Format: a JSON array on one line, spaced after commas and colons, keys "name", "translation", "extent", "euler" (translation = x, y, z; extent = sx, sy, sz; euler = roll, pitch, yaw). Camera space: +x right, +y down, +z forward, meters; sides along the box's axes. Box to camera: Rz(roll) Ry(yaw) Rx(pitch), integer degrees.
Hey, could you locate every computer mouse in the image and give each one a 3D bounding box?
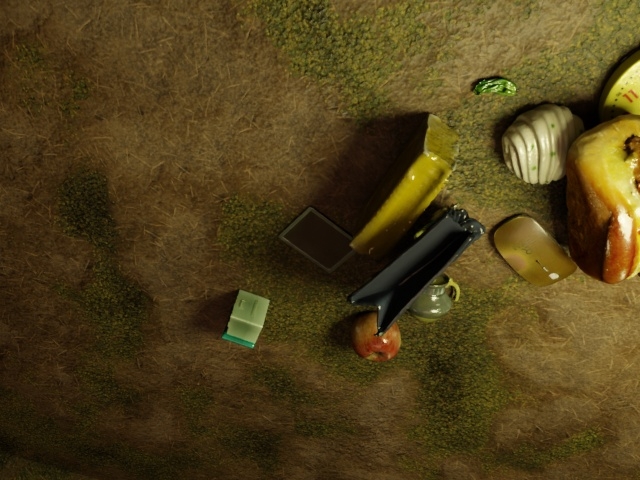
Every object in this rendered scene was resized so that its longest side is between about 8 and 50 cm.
[{"name": "computer mouse", "translation": [0.539, 0.034, 1.500], "extent": [0.126, 0.056, 0.245], "euler": [-34, 118, 31]}]

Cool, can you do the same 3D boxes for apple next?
[{"name": "apple", "translation": [0.156, 0.273, 1.708], "extent": [0.146, 0.131, 0.146], "euler": [2, 143, 2]}]

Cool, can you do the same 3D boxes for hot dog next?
[{"name": "hot dog", "translation": [0.636, -0.051, 1.246], "extent": [0.185, 0.223, 0.405], "euler": [-22, 137, 5]}]

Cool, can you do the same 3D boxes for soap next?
[{"name": "soap", "translation": [0.186, -0.112, 1.349], "extent": [0.091, 0.199, 0.315], "euler": [31, 129, -7]}]

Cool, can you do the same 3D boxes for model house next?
[{"name": "model house", "translation": [-0.222, 0.242, 1.746], "extent": [0.100, 0.127, 0.149], "euler": [19, 125, -6]}]

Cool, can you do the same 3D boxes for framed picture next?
[{"name": "framed picture", "translation": [0.000, 0.000, 1.587], "extent": [0.183, 0.011, 0.142], "euler": [35, 126, -18]}]

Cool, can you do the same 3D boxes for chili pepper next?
[{"name": "chili pepper", "translation": [0.367, -0.320, 1.255], "extent": [0.091, 0.030, 0.034], "euler": [3, 154, 10]}]

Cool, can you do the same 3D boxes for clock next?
[{"name": "clock", "translation": [0.718, -0.269, 1.211], "extent": [0.293, 0.071, 0.277], "euler": [31, 127, -15]}]

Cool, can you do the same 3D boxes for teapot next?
[{"name": "teapot", "translation": [0.301, 0.142, 1.595], "extent": [0.166, 0.130, 0.119], "euler": [-8, 118, -26]}]

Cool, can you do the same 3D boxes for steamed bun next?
[{"name": "steamed bun", "translation": [0.479, -0.198, 1.288], "extent": [0.183, 0.106, 0.183], "euler": [4, 128, 5]}]

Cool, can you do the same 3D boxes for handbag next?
[{"name": "handbag", "translation": [0.230, 0.050, 1.376], "extent": [0.122, 0.303, 0.329], "euler": [47, 108, 10]}]
